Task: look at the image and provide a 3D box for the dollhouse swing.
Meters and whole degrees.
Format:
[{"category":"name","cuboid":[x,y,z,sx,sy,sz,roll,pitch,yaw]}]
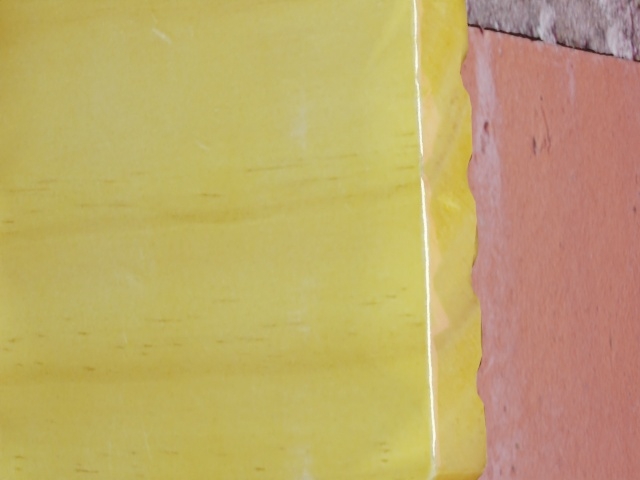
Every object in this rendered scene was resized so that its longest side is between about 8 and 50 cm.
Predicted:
[{"category":"dollhouse swing","cuboid":[0.000,0.000,0.867,0.315,0.305,0.347,9,77,-56]}]
